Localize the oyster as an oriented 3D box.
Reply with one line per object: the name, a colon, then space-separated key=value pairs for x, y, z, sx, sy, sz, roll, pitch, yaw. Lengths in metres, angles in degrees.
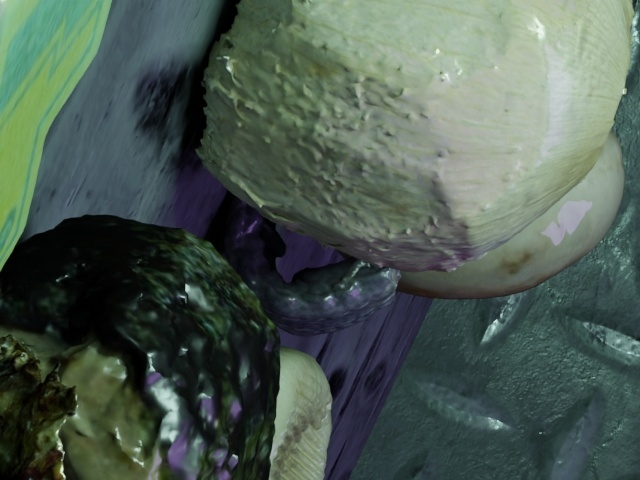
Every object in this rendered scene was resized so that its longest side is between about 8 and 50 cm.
oyster: x=-0.132 y=0.077 z=0.569 sx=0.132 sy=0.029 sz=0.086 roll=-2 pitch=-105 yaw=53

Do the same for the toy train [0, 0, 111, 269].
toy train: x=-0.167 y=0.033 z=0.459 sx=0.237 sy=0.150 sz=0.369 roll=-69 pitch=-179 yaw=-48

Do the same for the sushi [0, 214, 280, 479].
sushi: x=-0.133 y=0.159 z=0.758 sx=0.171 sy=0.211 sz=0.350 roll=-39 pitch=147 yaw=-58

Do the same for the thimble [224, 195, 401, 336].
thimble: x=-0.003 y=0.000 z=1.172 sx=0.150 sy=0.150 sz=0.098 roll=-63 pitch=172 yaw=-11

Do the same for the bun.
bun: x=-0.076 y=0.191 z=1.284 sx=0.231 sy=0.133 sz=0.231 roll=13 pitch=90 yaw=-77

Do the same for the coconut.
coconut: x=0.080 y=-0.127 z=0.989 sx=0.297 sy=0.254 sz=0.297 roll=-60 pitch=171 yaw=-17

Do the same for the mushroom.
mushroom: x=0.138 y=-0.098 z=1.370 sx=0.297 sy=0.297 sz=0.290 roll=-49 pitch=137 yaw=-57
